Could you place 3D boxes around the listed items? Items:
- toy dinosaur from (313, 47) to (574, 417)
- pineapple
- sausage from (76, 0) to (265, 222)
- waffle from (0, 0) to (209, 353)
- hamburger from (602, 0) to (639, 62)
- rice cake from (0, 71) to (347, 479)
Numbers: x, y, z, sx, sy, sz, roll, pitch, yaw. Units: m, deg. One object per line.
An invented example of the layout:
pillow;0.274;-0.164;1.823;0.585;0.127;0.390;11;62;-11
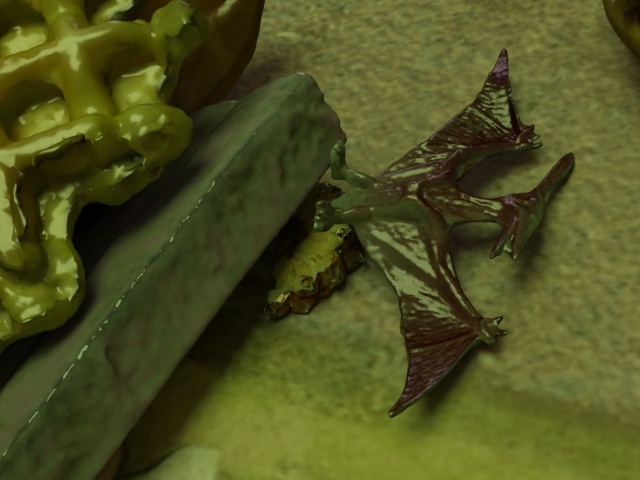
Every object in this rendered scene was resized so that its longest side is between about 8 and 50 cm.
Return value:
toy dinosaur;0.055;-0.016;0.509;0.108;0.032;0.220;10;57;12
pineapple;0.000;0.000;0.541;0.045;0.019;0.083;-12;47;22
sausage;-0.148;-0.065;0.601;0.328;0.112;0.112;-38;46;-10
waffle;-0.215;-0.058;0.519;0.307;0.060;0.312;34;74;21
hamburger;0.219;-0.143;0.503;0.191;0.118;0.181;0;54;28
rice cake;-0.102;0.047;0.504;0.106;0.050;0.298;-1;47;52
